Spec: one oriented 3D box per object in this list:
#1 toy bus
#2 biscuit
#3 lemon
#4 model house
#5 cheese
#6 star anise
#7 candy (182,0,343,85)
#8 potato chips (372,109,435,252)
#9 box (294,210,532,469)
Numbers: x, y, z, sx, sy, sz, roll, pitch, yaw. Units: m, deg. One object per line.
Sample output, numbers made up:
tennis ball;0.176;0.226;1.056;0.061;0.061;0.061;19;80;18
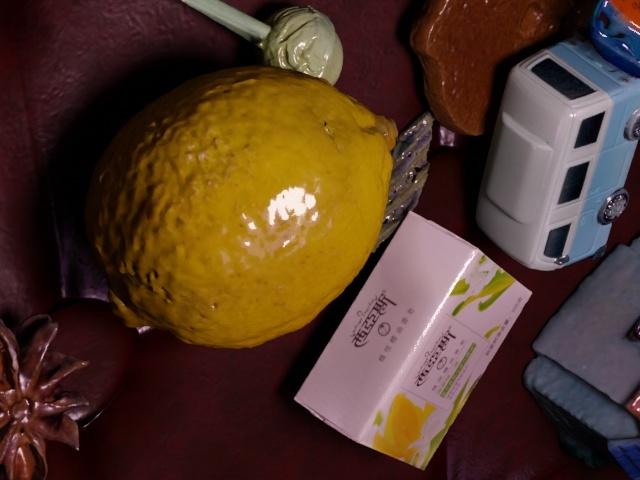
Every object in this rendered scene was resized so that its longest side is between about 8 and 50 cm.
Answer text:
toy bus;0.273;-0.091;1.827;0.164;0.133;0.271;-23;139;-33
biscuit;0.208;-0.258;1.779;0.273;0.049;0.257;-50;139;-13
lemon;-0.076;-0.038;1.496;0.322;0.268;0.268;-36;131;-11
model house;0.482;0.193;2.050;0.295;0.329;0.252;-48;130;-9
cheese;0.386;-0.325;1.791;0.217;0.129;0.329;29;57;-9
star anise;-0.329;0.159;1.511;0.214;0.099;0.220;24;100;-31
candy;-0.104;-0.224;1.513;0.335;0.092;0.093;22;117;-42
potato chips;0.074;-0.058;1.781;0.207;0.028;0.092;-44;116;-18
box;0.112;0.121;1.828;0.260;0.111;0.194;-57;148;1
